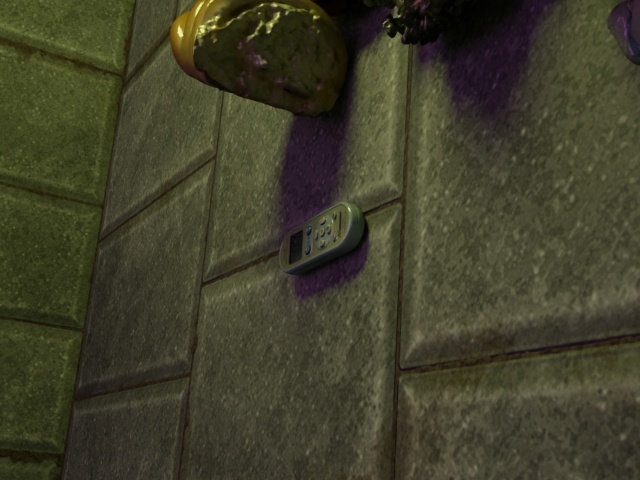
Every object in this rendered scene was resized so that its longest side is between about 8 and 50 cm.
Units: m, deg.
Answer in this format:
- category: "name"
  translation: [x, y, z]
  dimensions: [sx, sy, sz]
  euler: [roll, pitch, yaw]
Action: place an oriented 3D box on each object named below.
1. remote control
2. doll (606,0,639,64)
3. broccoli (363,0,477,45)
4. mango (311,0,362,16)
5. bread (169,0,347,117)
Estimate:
- category: "remote control"
  translation: [0.000, 0.000, 1.462]
  dimensions: [0.244, 0.047, 0.087]
  euler: [-26, 59, 54]
- category: "doll"
  translation: [0.379, -0.241, 0.864]
  dimensions: [0.214, 0.072, 0.103]
  euler: [-3, 74, 64]
- category: "broccoli"
  translation: [0.148, -0.471, 1.214]
  dimensions: [0.324, 0.272, 0.334]
  euler: [-52, 36, 9]
- category: "mango"
  translation: [0.022, -0.504, 1.543]
  dimensions: [0.151, 0.156, 0.249]
  euler: [-45, 22, -21]
- category: "bread"
  translation: [-0.111, -0.366, 1.555]
  dimensions: [0.211, 0.316, 0.270]
  euler: [-69, 23, 8]
